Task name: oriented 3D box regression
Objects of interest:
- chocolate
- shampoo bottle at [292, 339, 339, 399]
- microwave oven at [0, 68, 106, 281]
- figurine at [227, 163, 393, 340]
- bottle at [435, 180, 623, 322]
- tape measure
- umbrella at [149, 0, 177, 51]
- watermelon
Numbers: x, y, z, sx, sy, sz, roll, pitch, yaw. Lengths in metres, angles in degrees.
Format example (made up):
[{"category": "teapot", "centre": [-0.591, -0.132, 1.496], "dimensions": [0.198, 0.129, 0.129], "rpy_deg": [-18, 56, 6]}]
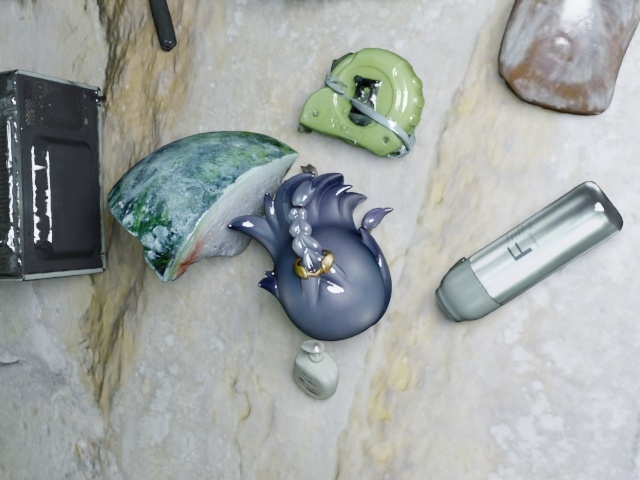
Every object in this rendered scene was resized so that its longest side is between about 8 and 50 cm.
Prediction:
[{"category": "chocolate", "centre": [0.319, -0.284, 0.834], "dimensions": [0.157, 0.080, 0.253], "rpy_deg": [16, 104, 3]}, {"category": "shampoo bottle", "centre": [-0.006, 0.185, 1.013], "dimensions": [0.077, 0.152, 0.045], "rpy_deg": [36, 62, 16]}, {"category": "microwave oven", "centre": [-0.561, -0.109, 1.245], "dimensions": [0.286, 0.218, 0.354], "rpy_deg": [1, 92, 28]}, {"category": "figurine", "centre": [-0.002, 0.016, 0.994], "dimensions": [0.175, 0.197, 0.265], "rpy_deg": [-40, 83, 35]}, {"category": "bottle", "centre": [0.266, 0.016, 0.906], "dimensions": [0.254, 0.079, 0.096], "rpy_deg": [-38, 37, 23]}, {"category": "tape measure", "centre": [0.071, -0.200, 0.991], "dimensions": [0.178, 0.087, 0.154], "rpy_deg": [25, 102, 22]}, {"category": "umbrella", "centre": [-0.279, -0.394, 1.196], "dimensions": [0.036, 0.031, 0.133], "rpy_deg": [-17, 83, 25]}, {"category": "watermelon", "centre": [-0.207, -0.048, 1.086], "dimensions": [0.290, 0.213, 0.319], "rpy_deg": [7, 50, 31]}]
